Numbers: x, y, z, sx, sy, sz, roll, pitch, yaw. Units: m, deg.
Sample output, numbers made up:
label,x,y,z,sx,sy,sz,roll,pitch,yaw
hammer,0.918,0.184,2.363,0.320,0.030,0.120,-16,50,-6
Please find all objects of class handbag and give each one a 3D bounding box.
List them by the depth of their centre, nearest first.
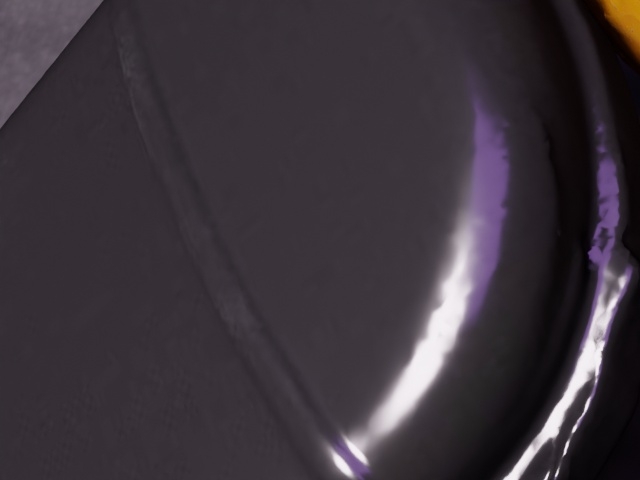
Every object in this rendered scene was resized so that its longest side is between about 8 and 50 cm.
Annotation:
label,x,y,z,sx,sy,sz,roll,pitch,yaw
handbag,-0.029,0.026,0.461,0.308,0.093,0.253,-46,50,22

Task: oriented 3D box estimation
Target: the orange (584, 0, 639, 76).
label,x,y,z,sx,sy,sz,roll,pitch,yaw
orange,0.184,-0.136,0.414,0.246,0.246,0.246,-9,65,20
